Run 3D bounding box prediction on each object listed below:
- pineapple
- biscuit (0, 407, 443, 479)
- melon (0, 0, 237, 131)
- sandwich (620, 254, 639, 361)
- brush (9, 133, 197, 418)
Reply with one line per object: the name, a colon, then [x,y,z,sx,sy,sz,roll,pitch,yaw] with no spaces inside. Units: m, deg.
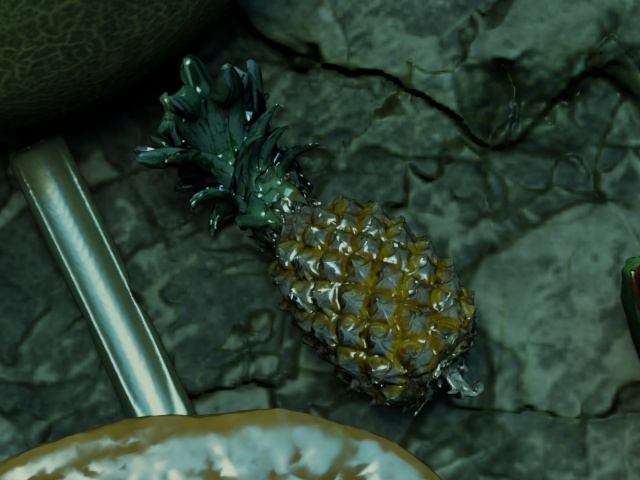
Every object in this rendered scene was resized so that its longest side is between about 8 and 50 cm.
pineapple: [-0.001,0.000,0.851,0.083,0.103,0.221,-44,74,-1]
biscuit: [-0.072,0.260,0.763,0.385,0.062,0.365,-19,72,-14]
melon: [-0.172,-0.172,0.850,0.301,0.237,0.237,-18,70,-4]
sandwich: [0.211,0.089,0.770,0.109,0.212,0.292,-18,83,10]
brush: [-0.109,0.034,0.884,0.034,0.027,0.190,-26,78,-4]
